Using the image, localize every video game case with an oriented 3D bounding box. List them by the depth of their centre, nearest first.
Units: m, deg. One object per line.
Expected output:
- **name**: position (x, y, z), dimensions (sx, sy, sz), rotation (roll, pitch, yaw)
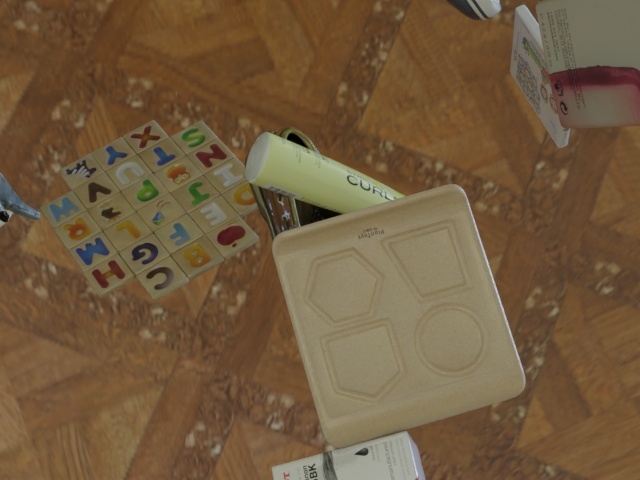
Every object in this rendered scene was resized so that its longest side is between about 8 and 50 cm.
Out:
- **video game case**: position (0.311, -0.229, 1.745), dimensions (0.019, 0.143, 0.157), rotation (-21, 59, -8)

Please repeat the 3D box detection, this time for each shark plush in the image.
- **shark plush**: position (-0.336, -0.041, 1.237), dimensions (0.073, 0.161, 0.067), rotation (-36, 66, -5)

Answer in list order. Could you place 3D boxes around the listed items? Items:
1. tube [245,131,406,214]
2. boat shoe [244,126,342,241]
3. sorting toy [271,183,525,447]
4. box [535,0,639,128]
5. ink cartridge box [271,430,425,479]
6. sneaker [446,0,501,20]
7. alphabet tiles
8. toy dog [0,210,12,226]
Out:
- **tube**: position (0.032, -0.058, 1.425), dimensions (0.240, 0.062, 0.070), rotation (20, 61, -23)
- **boat shoe**: position (0.000, 0.000, 1.602), dimensions (0.111, 0.104, 0.307), rotation (-31, 92, -27)
- **sorting toy**: position (0.071, 0.070, 1.162), dimensions (0.193, 0.038, 0.208), rotation (-16, 81, 0)
- **box**: position (0.312, -0.174, 1.080), dimensions (0.149, 0.232, 0.127), rotation (-15, 98, -14)
- **ink cartridge box**: position (0.031, 0.244, 1.145), dimensions (0.135, 0.056, 0.099), rotation (-17, 62, 8)
- **sneaker**: position (0.109, -0.406, 1.682), dimensions (0.127, 0.126, 0.321), rotation (-38, 84, 19)
- **alphabet tiles**: position (-0.244, -0.054, 1.815), dimensions (0.285, 0.011, 0.342), rotation (-30, 47, -15)
- **toy dog**: position (-0.534, 0.063, 1.655), dimensions (0.220, 0.161, 0.333), rotation (8, 71, -9)
